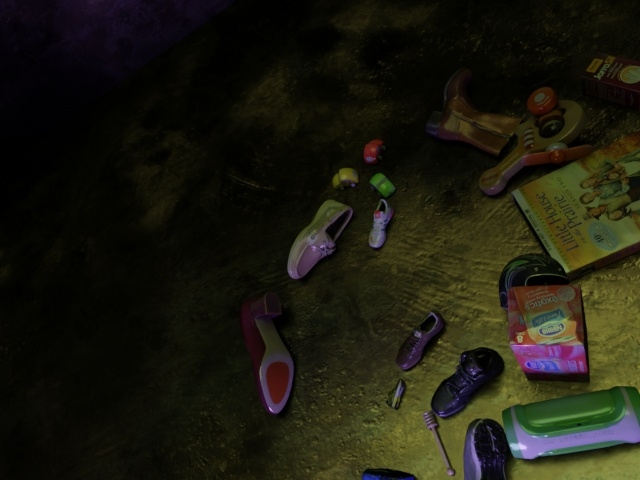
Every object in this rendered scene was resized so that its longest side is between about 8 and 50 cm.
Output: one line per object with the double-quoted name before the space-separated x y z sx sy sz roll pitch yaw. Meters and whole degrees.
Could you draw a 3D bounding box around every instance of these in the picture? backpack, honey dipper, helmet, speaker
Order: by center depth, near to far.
"speaker" 0.579 0.418 1.280 0.296 0.131 0.131 -17 57 19
"backpack" 0.161 0.624 1.402 0.120 0.098 0.101 1 68 27
"honey dipper" 0.303 0.518 1.430 0.030 0.030 0.160 -26 56 13
"helmet" 0.546 0.112 1.441 0.169 0.169 0.161 15 91 33

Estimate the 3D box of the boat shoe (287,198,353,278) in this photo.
"boat shoe" 0.000 0.000 1.833 0.098 0.109 0.302 21 69 36

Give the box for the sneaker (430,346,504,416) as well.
"sneaker" 0.362 0.353 1.430 0.227 0.130 0.087 -40 51 5

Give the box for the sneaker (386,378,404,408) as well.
"sneaker" 0.203 0.417 1.536 0.035 0.031 0.083 10 69 32

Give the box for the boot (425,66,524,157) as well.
"boot" 0.516 -0.421 1.802 0.280 0.096 0.264 25 77 35

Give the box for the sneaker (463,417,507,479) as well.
"sneaker" 0.388 0.560 1.330 0.100 0.108 0.271 7 79 -4

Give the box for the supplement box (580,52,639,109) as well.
"supplement box" 0.883 -0.470 1.645 0.188 0.081 0.104 32 81 37

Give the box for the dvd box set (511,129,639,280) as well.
"dvd box set" 0.779 -0.104 1.507 0.420 0.062 0.307 -26 54 13

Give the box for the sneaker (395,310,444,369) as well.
"sneaker" 0.268 0.271 1.559 0.066 0.071 0.188 34 82 37

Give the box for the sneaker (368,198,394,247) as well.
"sneaker" 0.183 -0.058 1.785 0.057 0.075 0.161 11 69 32

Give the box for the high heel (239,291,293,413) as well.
"high heel" -0.183 0.359 1.755 0.181 0.127 0.377 -32 52 45

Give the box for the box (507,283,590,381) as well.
"box" 0.535 0.223 1.302 0.154 0.300 0.142 -4 62 25

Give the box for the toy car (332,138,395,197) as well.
"toy car" 0.169 -0.228 1.902 0.239 0.053 0.225 -43 52 0

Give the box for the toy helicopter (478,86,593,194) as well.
"toy helicopter" 0.619 -0.257 1.630 0.355 0.140 0.235 -44 37 17
